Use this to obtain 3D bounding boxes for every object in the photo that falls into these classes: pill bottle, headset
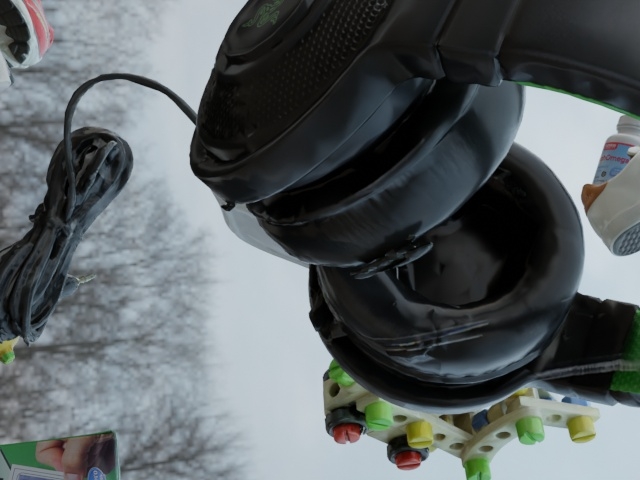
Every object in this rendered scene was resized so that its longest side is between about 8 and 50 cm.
[{"bbox_3d":[0.485,-0.114,1.680,0.087,0.087,0.160,-2,-112,70],"label":"pill bottle"},{"bbox_3d":[0.021,0.000,0.454,0.394,0.185,0.243,11,-29,33],"label":"headset"}]

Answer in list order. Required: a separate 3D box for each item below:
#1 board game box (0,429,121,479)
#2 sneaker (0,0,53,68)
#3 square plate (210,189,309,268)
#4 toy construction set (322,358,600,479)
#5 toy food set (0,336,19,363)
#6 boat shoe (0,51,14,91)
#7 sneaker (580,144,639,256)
[{"bbox_3d":[-0.204,0.272,0.565,0.046,0.214,0.317,111,-28,-69],"label":"board game box"},{"bbox_3d":[-0.405,-0.335,1.247,0.118,0.107,0.279,-59,129,-68],"label":"sneaker"},{"bbox_3d":[0.000,0.000,1.485,0.347,0.344,0.049,85,28,-78],"label":"square plate"},{"bbox_3d":[0.128,0.154,1.155,0.215,0.328,0.151,-33,-151,32],"label":"toy construction set"},{"bbox_3d":[-0.357,0.120,0.944,0.071,0.218,0.128,55,-33,12],"label":"toy food set"},{"bbox_3d":[-0.305,-0.119,0.547,0.158,0.127,0.340,62,15,-4],"label":"boat shoe"},{"bbox_3d":[0.462,-0.100,1.330,0.123,0.290,0.106,63,-1,38],"label":"sneaker"}]
